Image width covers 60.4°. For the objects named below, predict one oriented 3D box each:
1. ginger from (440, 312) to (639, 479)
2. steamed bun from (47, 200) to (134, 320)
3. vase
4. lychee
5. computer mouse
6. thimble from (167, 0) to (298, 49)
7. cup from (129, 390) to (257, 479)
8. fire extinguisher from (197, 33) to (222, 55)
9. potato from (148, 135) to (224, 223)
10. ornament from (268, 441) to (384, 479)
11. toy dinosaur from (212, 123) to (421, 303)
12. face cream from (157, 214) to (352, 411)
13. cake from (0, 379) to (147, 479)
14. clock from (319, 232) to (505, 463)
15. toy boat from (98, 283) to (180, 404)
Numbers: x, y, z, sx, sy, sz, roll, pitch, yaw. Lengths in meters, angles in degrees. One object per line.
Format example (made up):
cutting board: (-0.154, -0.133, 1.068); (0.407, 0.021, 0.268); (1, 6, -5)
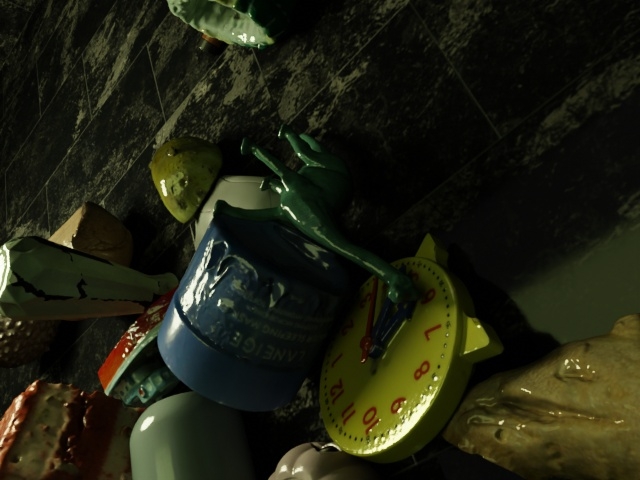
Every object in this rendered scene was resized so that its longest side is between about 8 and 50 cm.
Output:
ginger: (0.278, 0.185, 0.580); (0.353, 0.126, 0.190); (-23, 59, 37)
steamed bun: (-0.567, 0.058, 1.354); (0.251, 0.199, 0.301); (-46, 29, 7)
vase: (-0.473, 0.095, 1.139); (0.165, 0.360, 0.165); (-13, 71, 41)
lychee: (-0.874, 0.212, 1.539); (0.299, 0.299, 0.301); (-13, 70, 40)
computer mouse: (-0.166, -0.038, 1.061); (0.296, 0.121, 0.184); (13, 89, 43)
thimble: (-0.180, -0.511, 1.109); (0.288, 0.254, 0.168); (18, 89, 57)
cup: (-0.203, 0.425, 0.910); (0.205, 0.205, 0.312); (-39, 54, 28)
fire extinguisher: (-0.226, -0.524, 1.294); (0.177, 0.050, 0.062); (-57, 30, 16)
potato: (-0.296, -0.152, 1.157); (0.160, 0.111, 0.272); (-54, 25, 10)
ornament: (0.002, 0.370, 0.762); (0.177, 0.177, 0.178); (-13, 70, 40)
toy dinosaur: (0.040, -0.059, 0.860); (0.330, 0.383, 0.130); (24, 123, 13)
face cream: (-0.100, 0.099, 0.861); (0.249, 0.248, 0.225); (41, 112, 41)
cake: (-0.472, 0.462, 1.021); (0.270, 0.319, 0.269); (-56, 21, 16)
clock: (0.087, 0.145, 0.740); (0.294, 0.071, 0.277); (-55, 25, 17)
toy boat: (-0.314, 0.219, 1.120); (0.133, 0.145, 0.332); (50, 117, 14)
